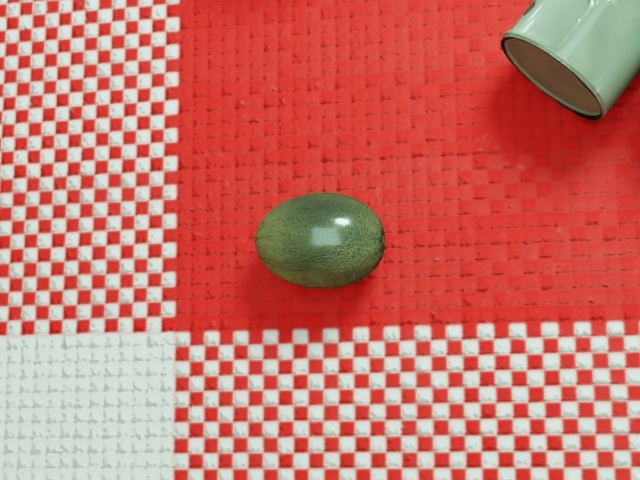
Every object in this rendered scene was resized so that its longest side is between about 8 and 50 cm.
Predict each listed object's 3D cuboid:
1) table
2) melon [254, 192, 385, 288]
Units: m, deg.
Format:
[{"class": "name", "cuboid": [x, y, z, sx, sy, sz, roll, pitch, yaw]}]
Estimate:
[{"class": "table", "cuboid": [0.289, -0.240, 1.082, 0.126, 0.126, 0.220, 39, 89, 14]}, {"class": "melon", "cuboid": [0.000, 0.000, 1.108, 0.130, 0.098, 0.098, 4, 81, 15]}]
